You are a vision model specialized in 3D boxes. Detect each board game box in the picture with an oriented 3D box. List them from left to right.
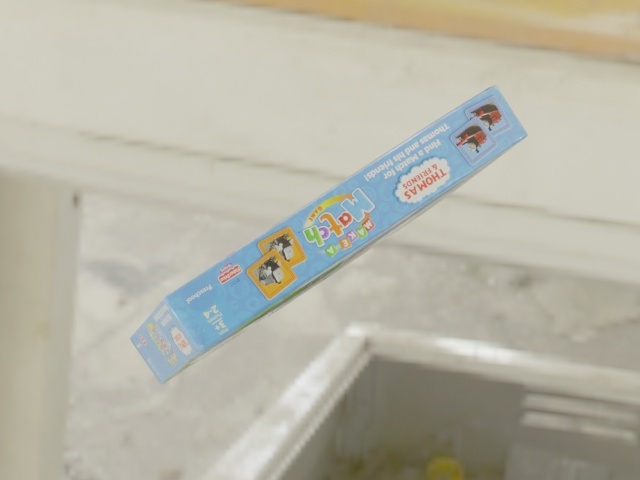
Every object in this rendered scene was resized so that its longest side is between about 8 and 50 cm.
[{"bbox_3d":[0.000,0.000,1.051,0.211,0.160,0.039,-34,88,-15],"label":"board game box"}]
